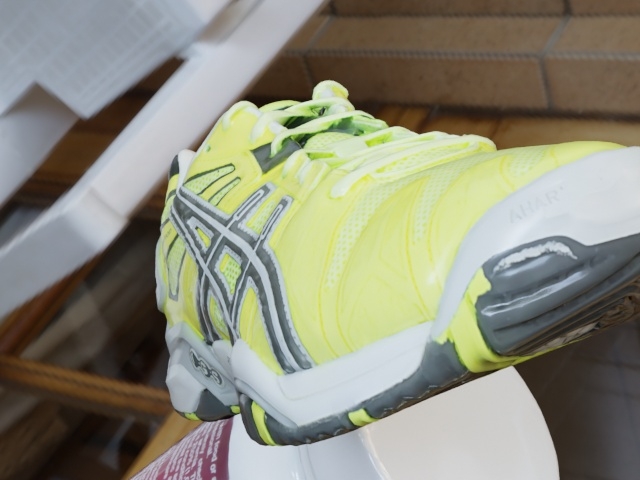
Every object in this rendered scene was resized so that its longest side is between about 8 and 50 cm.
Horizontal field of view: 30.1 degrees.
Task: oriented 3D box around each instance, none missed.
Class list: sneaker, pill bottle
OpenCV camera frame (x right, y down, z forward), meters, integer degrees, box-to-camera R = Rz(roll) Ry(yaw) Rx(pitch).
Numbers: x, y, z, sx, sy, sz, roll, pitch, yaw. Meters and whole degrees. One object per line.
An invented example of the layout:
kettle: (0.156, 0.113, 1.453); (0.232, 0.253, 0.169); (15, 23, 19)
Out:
sneaker: (0.000, 0.000, 0.526); (0.385, 0.145, 0.147); (-17, 89, 62)
pill bottle: (-0.020, 0.225, 0.920); (0.224, 0.224, 0.392); (41, 130, -10)
